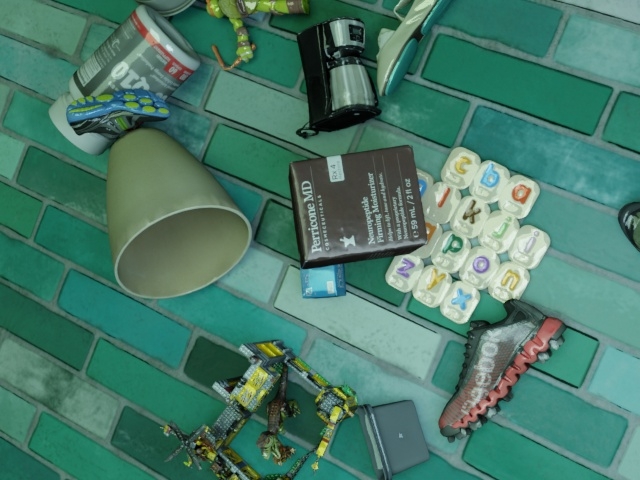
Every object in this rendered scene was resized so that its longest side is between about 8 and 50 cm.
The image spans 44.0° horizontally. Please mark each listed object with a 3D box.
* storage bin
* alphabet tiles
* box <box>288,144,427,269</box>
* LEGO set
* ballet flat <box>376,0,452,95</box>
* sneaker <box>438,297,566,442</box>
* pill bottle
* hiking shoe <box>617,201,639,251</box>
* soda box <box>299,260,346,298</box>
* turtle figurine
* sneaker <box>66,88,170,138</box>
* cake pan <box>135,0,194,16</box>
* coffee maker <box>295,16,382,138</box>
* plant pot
[{"bbox_3d":[0.128,0.342,1.382,0.091,0.098,0.135,-14,80,-10],"label":"storage bin"},{"bbox_3d":[0.247,-0.009,1.394,0.284,0.021,0.278,29,97,19],"label":"alphabet tiles"},{"bbox_3d":[0.057,-0.051,1.333,0.203,0.167,0.169,-9,85,-4],"label":"box"},{"bbox_3d":[-0.108,0.333,1.403,0.331,0.192,0.255,-47,73,11],"label":"LEGO set"},{"bbox_3d":[0.153,-0.376,1.423,0.086,0.086,0.248,33,88,18],"label":"ballet flat"},{"bbox_3d":[0.278,0.210,1.328,0.135,0.097,0.276,42,98,17],"label":"sneaker"},{"bbox_3d":[-0.389,-0.309,1.566,0.283,0.161,0.161,-42,74,12],"label":"pill bottle"},{"bbox_3d":[0.564,0.014,1.231,0.227,0.114,0.086,42,99,17],"label":"hiking shoe"},{"bbox_3d":[0.000,0.000,1.453,0.067,0.071,0.210,-6,84,17],"label":"soda box"},{"bbox_3d":[-0.138,-0.480,1.528,0.217,0.087,0.270,-10,83,19],"label":"turtle figurine"},{"bbox_3d":[-0.377,-0.234,1.488,0.188,0.078,0.067,-9,53,-11],"label":"sneaker"},{"bbox_3d":[-0.318,-0.597,1.571,0.293,0.054,0.293,2,94,37],"label":"cake pan"},{"bbox_3d":[0.013,-0.298,1.445,0.171,0.120,0.178,-12,82,19],"label":"coffee maker"},{"bbox_3d":[-0.299,-0.076,1.491,0.256,0.256,0.274,-37,58,13],"label":"plant pot"}]
